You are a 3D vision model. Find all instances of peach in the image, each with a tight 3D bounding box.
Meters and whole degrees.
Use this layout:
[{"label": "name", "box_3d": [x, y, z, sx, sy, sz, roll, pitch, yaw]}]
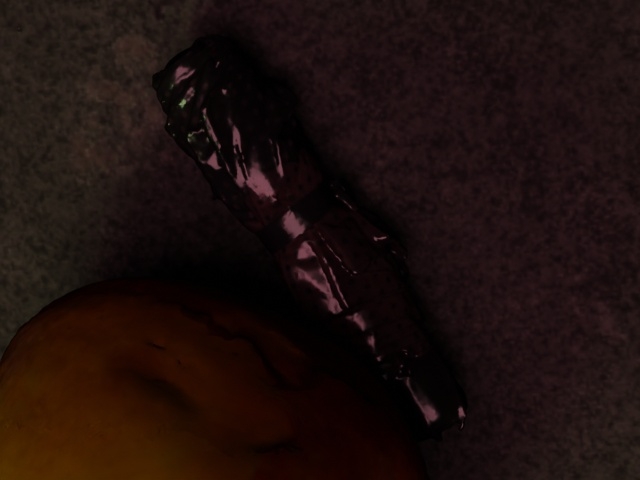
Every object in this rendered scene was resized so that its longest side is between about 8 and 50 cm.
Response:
[{"label": "peach", "box_3d": [-0.090, 0.194, 1.239, 0.373, 0.290, 0.372, 4, 95, 50]}]

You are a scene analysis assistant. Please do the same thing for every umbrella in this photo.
[{"label": "umbrella", "box_3d": [0.000, 0.000, 1.283, 0.094, 0.090, 0.326, -36, 96, 7]}]
